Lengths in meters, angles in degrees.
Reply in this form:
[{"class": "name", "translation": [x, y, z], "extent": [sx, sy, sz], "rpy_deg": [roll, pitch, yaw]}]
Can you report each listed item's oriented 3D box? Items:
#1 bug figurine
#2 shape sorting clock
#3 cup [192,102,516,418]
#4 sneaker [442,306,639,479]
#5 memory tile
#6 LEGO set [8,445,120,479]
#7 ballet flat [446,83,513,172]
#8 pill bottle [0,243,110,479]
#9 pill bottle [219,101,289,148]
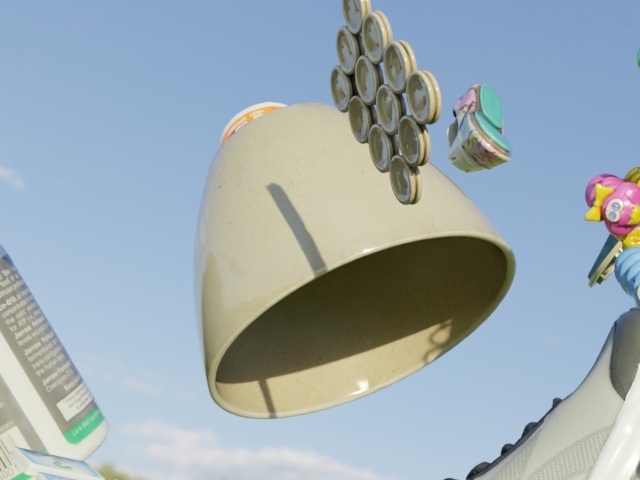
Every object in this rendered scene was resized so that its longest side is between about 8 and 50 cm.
[{"class": "bug figurine", "translation": [0.260, -0.071, 0.916], "extent": [0.072, 0.279, 0.216], "rpy_deg": [16, 10, -6]}, {"class": "shape sorting clock", "translation": [0.448, -0.012, 1.746], "extent": [0.040, 0.206, 0.206], "rpy_deg": [39, -11, 17]}, {"class": "cup", "translation": [0.000, 0.000, 1.282], "extent": [0.331, 0.237, 0.331], "rpy_deg": [-20, -28, -11]}, {"class": "sneaker", "translation": [0.106, 0.142, 0.651], "extent": [0.108, 0.271, 0.100], "rpy_deg": [26, -22, 24]}, {"class": "memory tile", "translation": [0.044, -0.105, 0.886], "extent": [0.012, 0.148, 0.113], "rpy_deg": [-12, -43, -21]}, {"class": "LEGO set", "translation": [-0.129, 0.224, 1.090], "extent": [0.244, 0.060, 0.182], "rpy_deg": [21, -1, -34]}, {"class": "ballet flat", "translation": [0.193, -0.130, 1.541], "extent": [0.077, 0.221, 0.079], "rpy_deg": [43, -69, -15]}, {"class": "pill bottle", "translation": [-0.417, 0.123, 1.438], "extent": [0.204, 0.204, 0.361], "rpy_deg": [-19, -78, 59]}, {"class": "pill bottle", "translation": [-0.043, -0.062, 1.525], "extent": [0.121, 0.221, 0.121], "rpy_deg": [-12, -46, -13]}]
